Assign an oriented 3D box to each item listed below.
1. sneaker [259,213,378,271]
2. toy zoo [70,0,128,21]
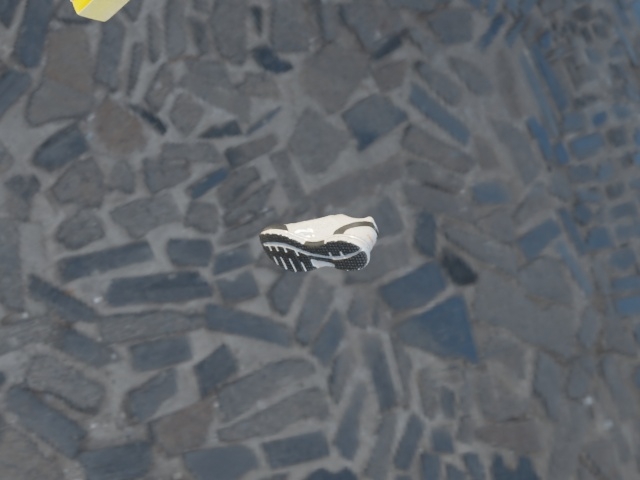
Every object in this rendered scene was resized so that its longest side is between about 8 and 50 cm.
[{"bbox_3d":[0.000,0.000,1.001,0.044,0.109,0.040,-55,137,-39],"label":"sneaker"},{"bbox_3d":[-0.158,-0.307,0.943,0.030,0.192,0.293,7,49,-46],"label":"toy zoo"}]
